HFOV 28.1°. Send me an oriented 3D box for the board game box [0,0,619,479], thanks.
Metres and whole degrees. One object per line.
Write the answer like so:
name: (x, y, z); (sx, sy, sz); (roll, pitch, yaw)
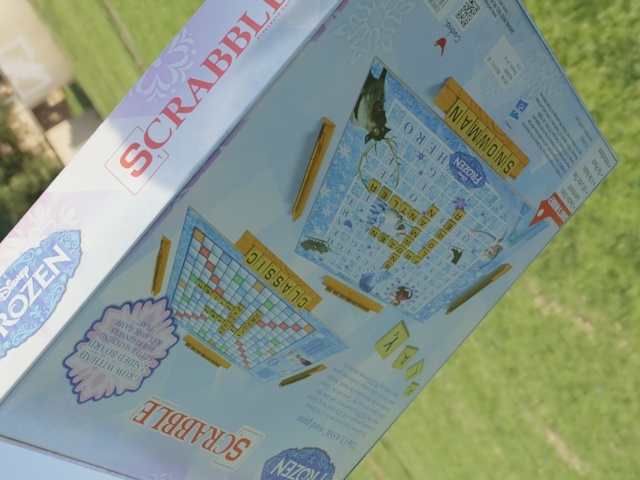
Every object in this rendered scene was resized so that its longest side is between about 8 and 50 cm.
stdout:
board game box: (0.000, 0.000, 0.691); (0.066, 0.318, 0.319); (42, -179, 33)
